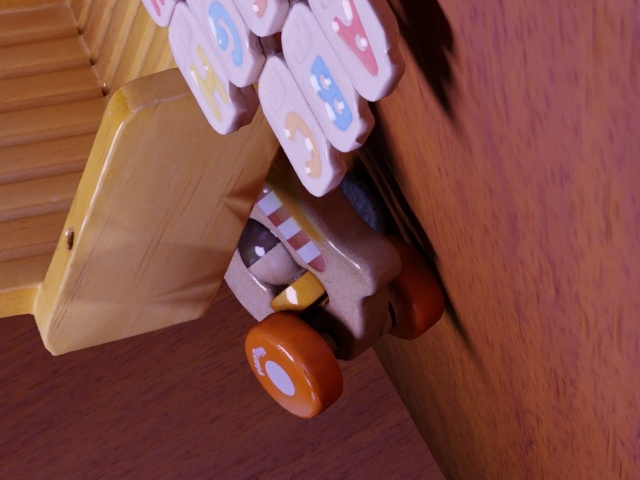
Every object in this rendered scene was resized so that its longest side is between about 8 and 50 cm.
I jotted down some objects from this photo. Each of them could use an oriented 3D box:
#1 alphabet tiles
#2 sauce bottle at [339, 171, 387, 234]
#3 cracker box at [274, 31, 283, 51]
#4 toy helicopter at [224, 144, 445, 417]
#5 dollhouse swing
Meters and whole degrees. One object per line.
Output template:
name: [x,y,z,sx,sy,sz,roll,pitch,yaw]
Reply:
alphabet tiles: [-0.050,-0.164,0.940,0.278,0.021,0.284,61,158,13]
sauce bottle: [0.000,0.000,1.736,0.111,0.111,0.344,62,178,2]
cracker box: [-0.051,-0.193,1.125,0.232,0.067,0.156,60,176,39]
toy helicopter: [-0.033,-0.053,1.417,0.235,0.140,0.355,40,151,27]
dollhouse swing: [-0.238,-0.128,1.309,0.315,0.305,0.347,-66,35,37]
